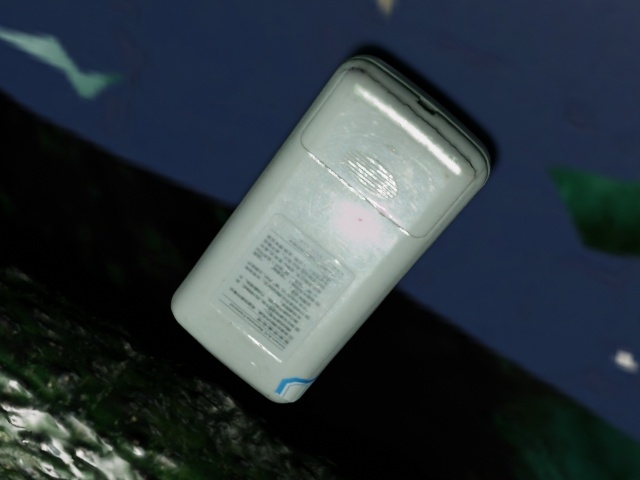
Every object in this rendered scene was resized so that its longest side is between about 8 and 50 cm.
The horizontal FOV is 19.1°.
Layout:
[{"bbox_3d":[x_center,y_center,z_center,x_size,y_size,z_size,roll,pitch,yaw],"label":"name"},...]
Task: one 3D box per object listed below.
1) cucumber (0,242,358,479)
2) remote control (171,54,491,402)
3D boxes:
[{"bbox_3d":[-0.076,0.056,0.604,0.293,0.067,0.067,31,131,6],"label":"cucumber"},{"bbox_3d":[0.000,0.000,0.553,0.053,0.018,0.124,39,131,3],"label":"remote control"}]
